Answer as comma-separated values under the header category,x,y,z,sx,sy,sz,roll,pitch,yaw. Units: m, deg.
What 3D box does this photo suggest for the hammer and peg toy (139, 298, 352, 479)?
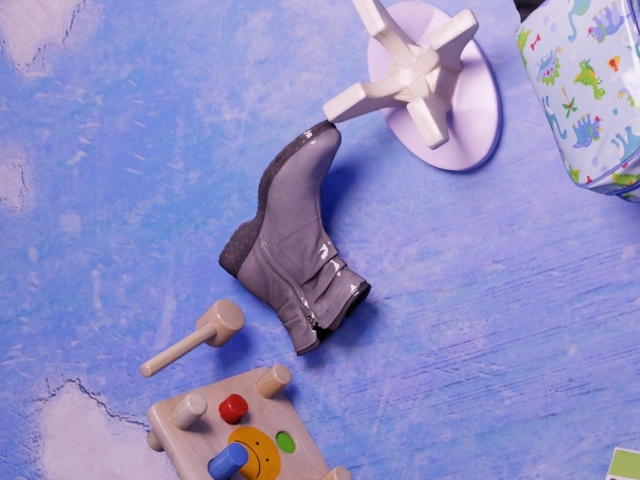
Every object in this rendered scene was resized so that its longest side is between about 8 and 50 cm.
category,x,y,z,sx,sy,sz,roll,pitch,yaw
hammer and peg toy,-0.137,0.280,1.876,0.127,0.266,0.361,-44,71,37

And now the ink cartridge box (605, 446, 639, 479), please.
category,x,y,z,sx,sy,sz,roll,pitch,yaw
ink cartridge box,0.450,0.409,1.657,0.189,0.255,0.097,6,132,26

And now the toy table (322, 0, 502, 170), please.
category,x,y,z,sx,sy,sz,roll,pitch,yaw
toy table,0.141,-0.234,1.814,0.252,0.161,0.274,-44,71,18

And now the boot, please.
category,x,y,z,sx,sy,sz,roll,pitch,yaw
boot,0.000,0.000,1.878,0.223,0.118,0.338,46,133,18

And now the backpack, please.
category,x,y,z,sx,sy,sz,roll,pitch,yaw
backpack,0.405,-0.222,1.631,0.290,0.273,0.355,-31,85,51
